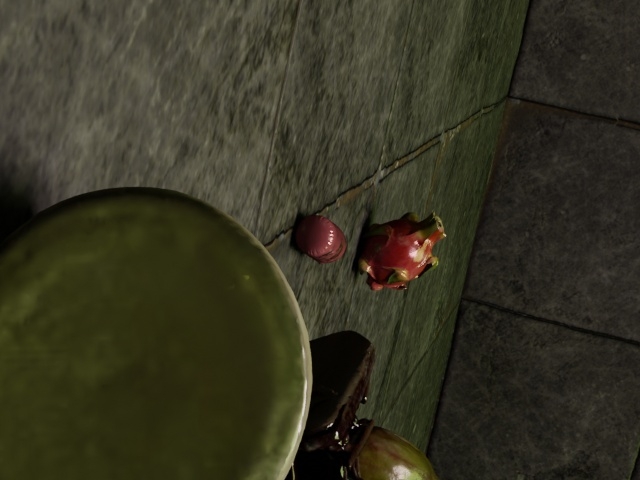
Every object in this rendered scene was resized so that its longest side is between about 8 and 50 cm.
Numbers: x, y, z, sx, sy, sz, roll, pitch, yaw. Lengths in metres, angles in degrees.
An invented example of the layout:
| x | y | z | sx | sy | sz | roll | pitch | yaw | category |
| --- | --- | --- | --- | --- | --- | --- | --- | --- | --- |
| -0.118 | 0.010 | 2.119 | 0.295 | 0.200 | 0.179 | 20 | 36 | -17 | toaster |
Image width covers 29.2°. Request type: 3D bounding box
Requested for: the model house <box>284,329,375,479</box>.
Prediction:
| x | y | z | sx | sy | sz | roll | pitch | yaw | category |
| --- | --- | --- | --- | --- | --- | --- | --- | --- | --- |
| -0.006 | 0.188 | 1.074 | 0.203 | 0.141 | 0.164 | -46 | 127 | -60 | model house |

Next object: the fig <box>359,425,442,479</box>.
| x | y | z | sx | sy | sz | roll | pitch | yaw | category |
| --- | --- | --- | --- | --- | --- | --- | --- | --- | --- |
| 0.130 | 0.325 | 1.631 | 0.149 | 0.245 | 0.149 | 11 | 90 | -72 | fig |

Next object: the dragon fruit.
| x | y | z | sx | sy | sz | roll | pitch | yaw | category |
| --- | --- | --- | --- | --- | --- | --- | --- | --- | --- |
| 0.098 | 0.011 | 1.454 | 0.081 | 0.116 | 0.086 | 28 | 46 | -50 | dragon fruit |

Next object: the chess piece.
| x | y | z | sx | sy | sz | roll | pitch | yaw | category |
| --- | --- | --- | --- | --- | --- | --- | --- | --- | --- |
| -0.068 | 0.076 | 0.654 | 0.300 | 0.167 | 0.167 | 47 | 58 | -81 | chess piece |

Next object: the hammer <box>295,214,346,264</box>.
| x | y | z | sx | sy | sz | roll | pitch | yaw | category |
| --- | --- | --- | --- | --- | --- | --- | --- | --- | --- |
| 0.000 | 0.000 | 1.139 | 0.083 | 0.043 | 0.043 | 37 | 67 | -79 | hammer |
